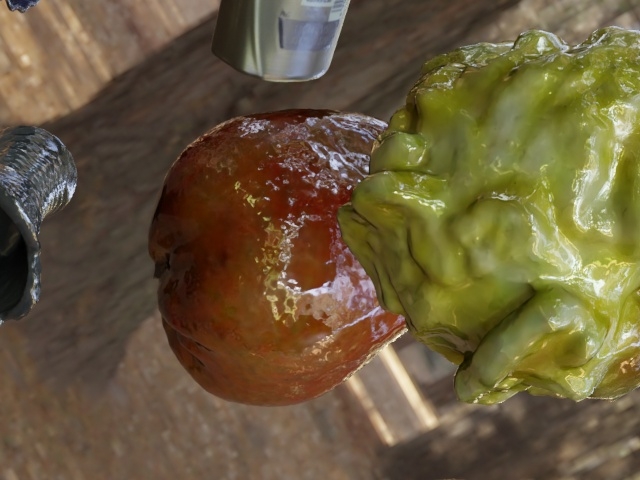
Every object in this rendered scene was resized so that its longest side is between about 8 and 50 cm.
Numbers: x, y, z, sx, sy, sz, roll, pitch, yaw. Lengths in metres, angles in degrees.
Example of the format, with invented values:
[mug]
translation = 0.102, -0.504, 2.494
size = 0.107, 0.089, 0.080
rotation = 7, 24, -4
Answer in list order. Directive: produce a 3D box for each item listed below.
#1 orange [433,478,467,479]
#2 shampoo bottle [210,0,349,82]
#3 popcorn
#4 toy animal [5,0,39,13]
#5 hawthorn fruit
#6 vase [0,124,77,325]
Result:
[orange]
translation = 0.056, 0.241, 0.876
size = 0.224, 0.224, 0.170
rotation = 58, 15, -53
[shampoo bottle]
translation = 0.002, -0.306, 1.169
size = 0.125, 0.350, 0.084
rotation = -10, 37, -44
[popcorn]
translation = 0.130, -0.002, 0.719
size = 0.181, 0.235, 0.217
rotation = -5, -83, 57
[toy animal]
translation = -0.200, -0.387, 1.222
size = 0.225, 0.284, 0.302
rotation = 0, -43, 45
[hawthorn fruit]
translation = 0.000, 0.000, 1.050
size = 0.224, 0.261, 0.224
rotation = 165, -90, -83
[vase]
translation = -0.225, -0.021, 0.968
size = 0.115, 0.115, 0.237
rotation = 60, 8, -15
